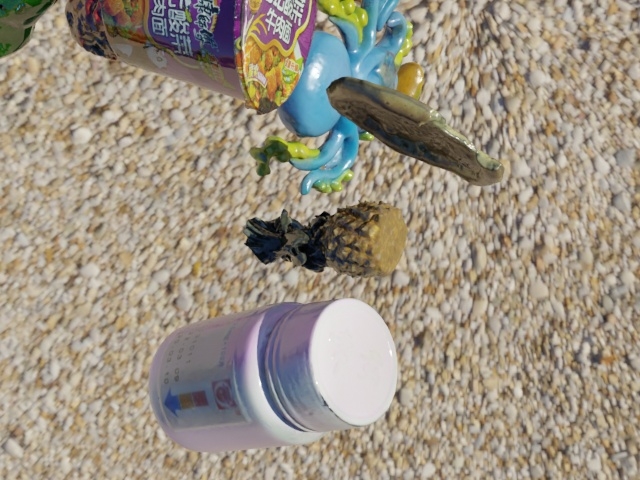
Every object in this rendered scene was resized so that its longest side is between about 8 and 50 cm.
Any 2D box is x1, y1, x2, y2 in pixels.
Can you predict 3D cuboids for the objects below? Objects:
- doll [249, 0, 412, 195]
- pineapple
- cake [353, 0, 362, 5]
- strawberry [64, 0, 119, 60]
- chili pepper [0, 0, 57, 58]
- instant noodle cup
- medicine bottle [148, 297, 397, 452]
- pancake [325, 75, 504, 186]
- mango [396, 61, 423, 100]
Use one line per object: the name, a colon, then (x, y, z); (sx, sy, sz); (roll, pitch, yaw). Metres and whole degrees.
doll: (0.023, -0.239, 1.405); (0.098, 0.341, 0.346); (21, 104, 26)
pineapple: (0.000, 0.000, 1.359); (0.237, 0.111, 0.119); (1, 145, 31)
cake: (0.084, -0.467, 1.752); (0.084, 0.044, 0.084); (0, 88, 12)
strawberry: (-0.305, -0.473, 1.774); (0.310, 0.291, 0.292); (-21, 104, -24)
chili pepper: (-0.171, -0.126, 0.470); (0.279, 0.122, 0.065); (-23, 101, 54)
instant noodle cup: (-0.131, -0.289, 1.151); (0.190, 0.251, 0.251); (12, 107, 17)
medicine bottle: (-0.053, 0.143, 1.019); (0.254, 0.152, 0.152); (-17, 103, 41)
pancake: (0.107, -0.123, 1.103); (0.235, 0.212, 0.029); (29, 85, -24)
mango: (0.165, -0.304, 1.932); (0.079, 0.057, 0.114); (42, 114, 23)
